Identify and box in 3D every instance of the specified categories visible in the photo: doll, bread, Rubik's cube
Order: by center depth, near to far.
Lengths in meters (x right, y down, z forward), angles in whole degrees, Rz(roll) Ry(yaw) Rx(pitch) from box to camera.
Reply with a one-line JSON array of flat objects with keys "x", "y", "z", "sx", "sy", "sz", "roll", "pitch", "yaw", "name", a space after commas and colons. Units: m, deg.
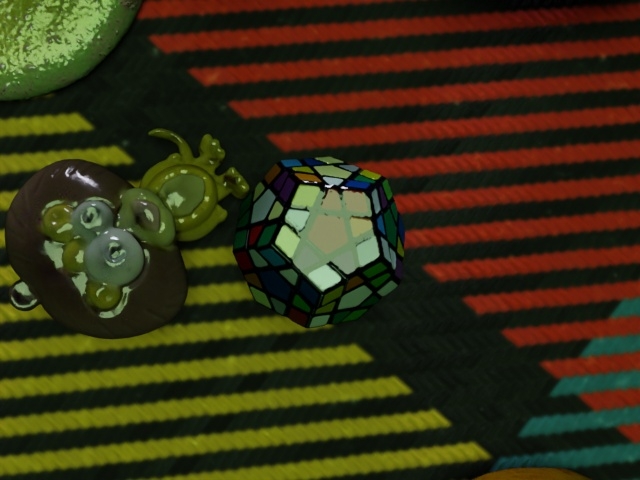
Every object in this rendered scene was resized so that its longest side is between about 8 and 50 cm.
[{"x": 0.000, "y": 0.000, "z": 0.623, "sx": 0.133, "sy": 0.133, "sz": 0.112, "roll": 44, "pitch": 58, "yaw": -1, "name": "Rubik's cube"}, {"x": -0.150, "y": -0.015, "z": 0.625, "sx": 0.145, "sy": 0.096, "sz": 0.188, "roll": 32, "pitch": 74, "yaw": -9, "name": "doll"}, {"x": -0.251, "y": -0.223, "z": 0.657, "sx": 0.229, "sy": 0.033, "sz": 0.228, "roll": 0, "pitch": 86, "yaw": -3, "name": "bread"}]

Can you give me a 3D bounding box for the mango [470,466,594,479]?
[{"x": 0.158, "y": 0.226, "z": 0.632, "sx": 0.165, "sy": 0.089, "sz": 0.115, "roll": -25, "pitch": 90, "yaw": -8, "name": "mango"}]
